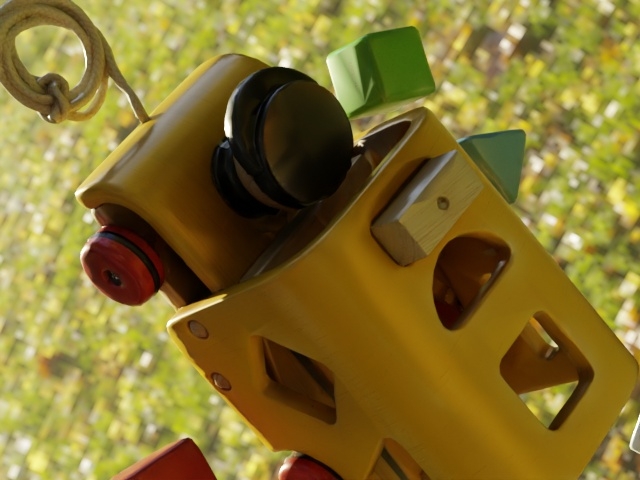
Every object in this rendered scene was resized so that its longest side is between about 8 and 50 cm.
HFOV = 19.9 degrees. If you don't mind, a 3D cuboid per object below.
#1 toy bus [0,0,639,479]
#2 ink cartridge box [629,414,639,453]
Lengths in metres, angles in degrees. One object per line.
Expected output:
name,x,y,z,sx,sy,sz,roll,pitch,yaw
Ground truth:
toy bus,0.010,0.005,0.584,0.104,0.202,0.191,-22,69,52
ink cartridge box,0.281,0.055,0.914,0.206,0.045,0.208,26,114,27
